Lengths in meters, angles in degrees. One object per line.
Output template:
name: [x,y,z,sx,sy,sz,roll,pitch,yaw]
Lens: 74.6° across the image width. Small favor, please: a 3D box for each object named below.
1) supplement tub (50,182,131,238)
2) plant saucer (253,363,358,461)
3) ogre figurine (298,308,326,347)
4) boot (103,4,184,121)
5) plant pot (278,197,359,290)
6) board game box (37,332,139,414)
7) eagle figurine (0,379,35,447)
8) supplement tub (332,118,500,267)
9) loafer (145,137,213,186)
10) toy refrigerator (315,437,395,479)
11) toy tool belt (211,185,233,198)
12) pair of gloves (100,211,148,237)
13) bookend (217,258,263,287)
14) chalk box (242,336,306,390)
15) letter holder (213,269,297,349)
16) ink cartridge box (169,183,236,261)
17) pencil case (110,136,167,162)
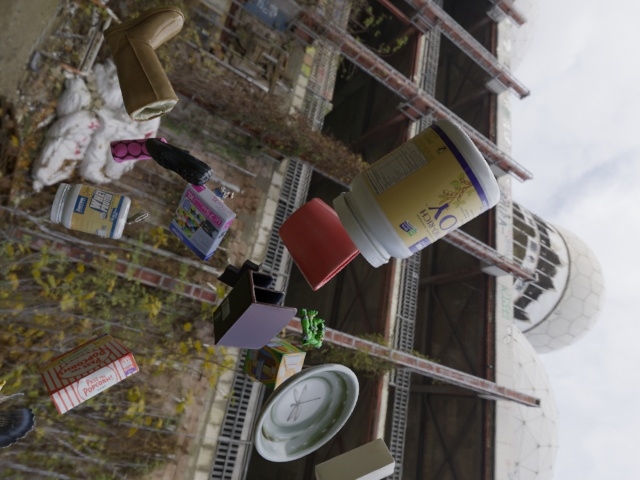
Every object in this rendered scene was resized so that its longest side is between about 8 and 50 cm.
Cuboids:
supplement tub: [-0.721,-0.094,1.328,0.144,0.200,0.144,-42,-140,49]
plant saucer: [-0.057,0.565,1.438,0.100,0.401,0.400,40,-76,49]
ogre figurine: [-0.032,0.360,1.693,0.197,0.097,0.118,80,9,-58]
boot: [-0.439,-0.475,1.132,0.236,0.089,0.269,-25,-104,-1]
plant pot: [0.000,0.000,1.480,0.275,0.243,0.275,-40,173,-6]
board game box: [-0.476,0.261,0.856,0.194,0.147,0.045,4,-66,49]
eagle figurine: [-1.090,0.525,1.334,0.226,0.298,0.226,-9,-138,8]
supplement tub: [0.222,-0.105,1.014,0.331,0.241,0.241,-33,-143,13]
loafer: [-0.432,-0.248,1.286,0.078,0.223,0.076,-56,176,-38]
toy refrigerator: [0.124,0.831,1.520,0.102,0.270,0.094,-128,-151,-49]
toy tool belt: [-0.405,-0.193,1.728,0.083,0.051,0.052,30,-65,23]
pair of gloves: [-0.995,-0.082,2.118,0.240,0.042,0.204,-34,-163,-22]
bookend: [-0.382,0.147,1.997,0.156,0.157,0.072,-62,-178,16]
chalk box: [-0.250,0.580,2.064,0.289,0.180,0.179,19,-86,36]
letter holder: [-0.253,0.280,1.635,0.302,0.215,0.151,-48,-140,32]
ink cartridge box: [-0.437,-0.053,1.507,0.065,0.186,0.311,-44,176,-45]
pencil case: [-0.716,-0.354,1.665,0.095,0.210,0.098,111,-28,-83]
